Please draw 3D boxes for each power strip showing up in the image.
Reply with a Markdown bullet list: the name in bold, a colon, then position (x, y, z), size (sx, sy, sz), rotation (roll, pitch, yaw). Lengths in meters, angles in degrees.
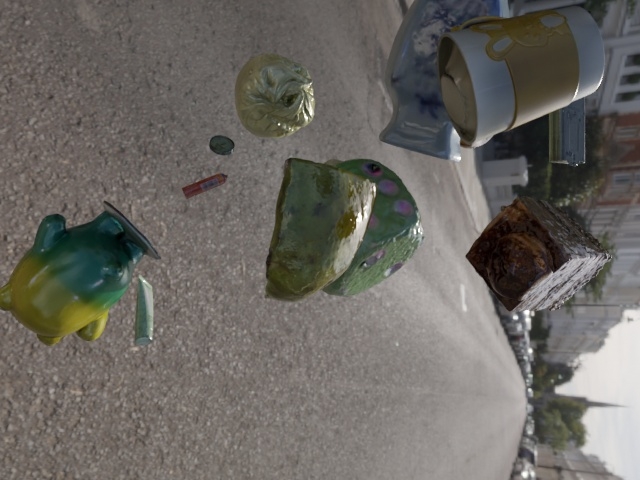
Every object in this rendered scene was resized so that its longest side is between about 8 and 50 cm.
- **power strip**: position (0.544, -0.296, 1.122), size (0.092, 0.034, 0.267), rotation (-1, 91, -27)

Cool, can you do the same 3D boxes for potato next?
- **potato**: position (0.000, 0.000, 1.067), size (0.330, 0.213, 0.279), rotation (136, -36, -84)

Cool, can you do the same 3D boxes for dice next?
- **dice**: position (0.102, -0.040, 1.586), size (0.322, 0.319, 0.330), rotation (57, -26, 24)

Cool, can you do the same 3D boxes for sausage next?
- **sausage**: position (-0.308, -0.151, 1.374), size (0.034, 0.130, 0.034), rotation (55, -19, 29)

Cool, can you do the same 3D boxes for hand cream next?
- **hand cream**: position (-0.507, 0.201, 1.465), size (0.078, 0.050, 0.204), rotation (64, 11, -53)

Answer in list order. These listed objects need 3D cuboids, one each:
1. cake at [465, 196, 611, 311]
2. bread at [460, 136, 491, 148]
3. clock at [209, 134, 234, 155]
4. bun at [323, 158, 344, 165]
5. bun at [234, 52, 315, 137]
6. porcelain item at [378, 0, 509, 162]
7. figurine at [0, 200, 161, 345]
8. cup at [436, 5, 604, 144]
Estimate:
- **cake**: position (0.448, 0.033, 1.103), size (0.293, 0.196, 0.198), rotation (1, 46, -40)
- **bread**: position (0.452, -0.299, 1.431), size (0.129, 0.126, 0.044), rotation (-19, 74, -35)
- **clock**: position (-0.322, -0.312, 1.665), size (0.017, 0.085, 0.085), rotation (115, -3, -46)
- **bun**: position (0.122, -0.157, 1.960), size (0.361, 0.213, 0.360), rotation (37, 48, -56)
- **bun**: position (-0.111, -0.372, 1.330), size (0.230, 0.145, 0.229), rotation (-13, 115, -29)
- **porcelain item**: position (0.271, -0.388, 1.101), size (0.178, 0.243, 0.404), rotation (-27, 134, -73)
- **figurine**: position (-0.584, 0.086, 1.232), size (0.340, 0.232, 0.323), rotation (-47, 132, -18)
- **cup**: position (0.310, -0.298, 0.846), size (0.185, 0.226, 0.241), rotation (68, 7, -59)
